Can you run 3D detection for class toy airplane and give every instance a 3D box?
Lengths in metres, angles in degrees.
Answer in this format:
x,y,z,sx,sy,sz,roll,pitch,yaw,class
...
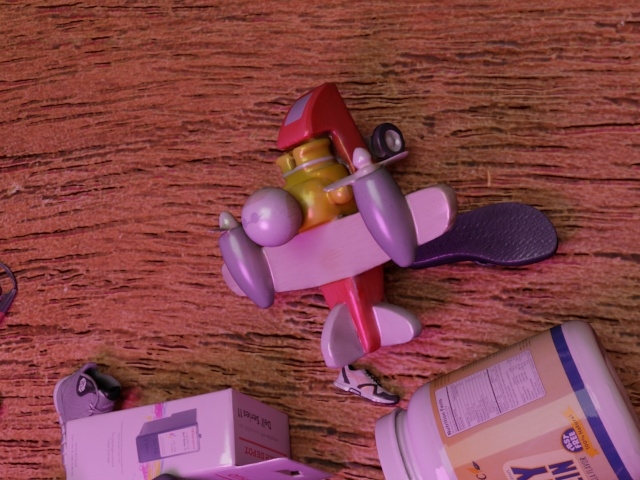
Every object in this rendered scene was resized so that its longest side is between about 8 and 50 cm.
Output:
x,y,z,sx,sy,sz,roll,pitch,yaw,class
0.000,0.000,1.457,0.384,0.272,0.386,46,119,42,toy airplane

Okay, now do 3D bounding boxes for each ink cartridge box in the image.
x,y,z,sx,sy,sz,roll,pitch,yaw,class
-0.177,0.314,1.487,0.353,0.207,0.119,-13,65,18,ink cartridge box

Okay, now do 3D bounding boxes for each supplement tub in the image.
x,y,z,sx,sy,sz,roll,pitch,yaw,class
0.254,0.264,1.313,0.316,0.228,0.228,-27,68,14,supplement tub

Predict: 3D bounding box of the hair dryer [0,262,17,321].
x,y,z,sx,sy,sz,roll,pitch,yaw,class
-0.643,0.195,1.782,0.223,0.080,0.294,-25,69,14,hair dryer

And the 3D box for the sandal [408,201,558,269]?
x,y,z,sx,sy,sz,roll,pitch,yaw,class
0.239,-0.002,1.495,0.254,0.054,0.097,-2,68,32,sandal

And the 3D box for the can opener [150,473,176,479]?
x,y,z,sx,sy,sz,roll,pitch,yaw,class
-0.143,0.427,1.423,0.095,0.283,0.076,-29,36,1,can opener

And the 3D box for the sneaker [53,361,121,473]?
x,y,z,sx,sy,sz,roll,pitch,yaw,class
-0.365,0.303,1.615,0.132,0.086,0.229,-41,62,34,sneaker

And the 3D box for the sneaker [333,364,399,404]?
x,y,z,sx,sy,sz,roll,pitch,yaw,class
0.072,0.219,1.504,0.109,0.040,0.044,18,82,25,sneaker
